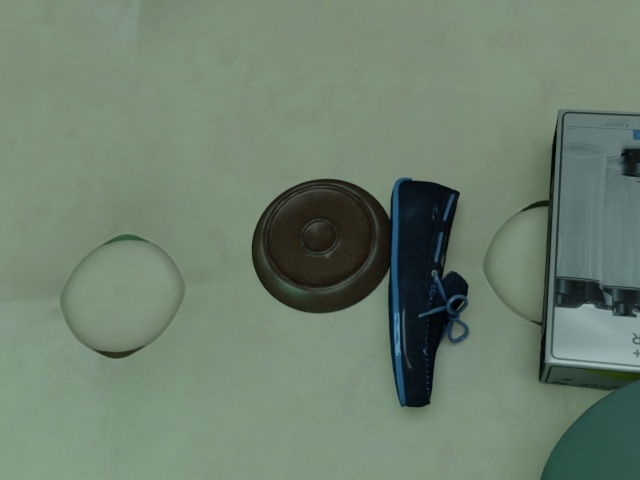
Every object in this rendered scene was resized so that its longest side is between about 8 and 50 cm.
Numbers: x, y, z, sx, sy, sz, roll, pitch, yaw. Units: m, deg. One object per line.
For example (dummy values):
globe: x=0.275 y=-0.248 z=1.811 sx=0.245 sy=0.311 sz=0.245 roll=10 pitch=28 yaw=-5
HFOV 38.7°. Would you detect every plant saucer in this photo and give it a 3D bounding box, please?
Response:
plant saucer: x=0.000 y=0.000 z=1.052 sx=0.168 sy=0.029 sz=0.168 roll=-3 pitch=69 yaw=8

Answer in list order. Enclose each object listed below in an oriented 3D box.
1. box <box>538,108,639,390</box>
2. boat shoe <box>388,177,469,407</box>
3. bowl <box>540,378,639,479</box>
box: x=0.325 y=0.010 z=0.963 sx=0.169 sy=0.087 sz=0.290 roll=5 pitch=70 yaw=11
boat shoe: x=0.118 y=0.048 z=0.973 sx=0.089 sy=0.109 sz=0.258 roll=2 pitch=72 yaw=2
bowl: x=0.314 y=0.237 z=0.790 sx=0.311 sy=0.312 sz=0.163 roll=-25 pitch=30 yaw=-1
